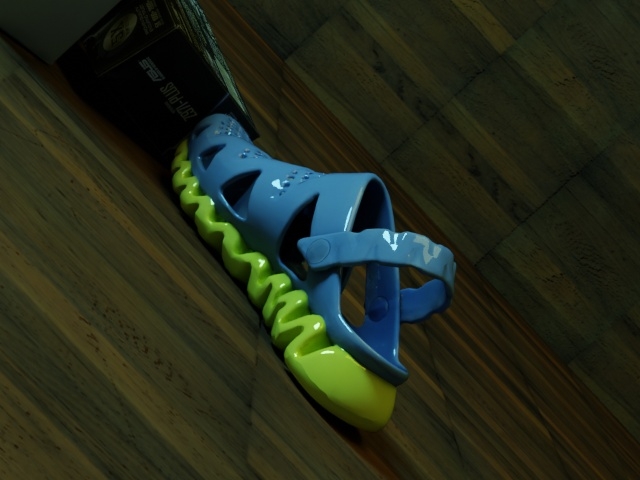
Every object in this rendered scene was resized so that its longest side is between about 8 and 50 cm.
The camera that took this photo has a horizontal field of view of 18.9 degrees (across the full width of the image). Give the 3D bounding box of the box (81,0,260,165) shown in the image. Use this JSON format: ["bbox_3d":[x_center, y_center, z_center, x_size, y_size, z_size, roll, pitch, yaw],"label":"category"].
[{"bbox_3d":[-0.137,-0.164,1.579,0.147,0.077,0.180,52,10,-47],"label":"box"}]

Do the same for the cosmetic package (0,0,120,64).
[{"bbox_3d":[-0.170,-0.263,1.448,0.107,0.238,0.127,33,19,-55],"label":"cosmetic package"}]

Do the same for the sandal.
[{"bbox_3d":[0.000,0.000,1.441,0.126,0.138,0.317,36,11,-50],"label":"sandal"}]
